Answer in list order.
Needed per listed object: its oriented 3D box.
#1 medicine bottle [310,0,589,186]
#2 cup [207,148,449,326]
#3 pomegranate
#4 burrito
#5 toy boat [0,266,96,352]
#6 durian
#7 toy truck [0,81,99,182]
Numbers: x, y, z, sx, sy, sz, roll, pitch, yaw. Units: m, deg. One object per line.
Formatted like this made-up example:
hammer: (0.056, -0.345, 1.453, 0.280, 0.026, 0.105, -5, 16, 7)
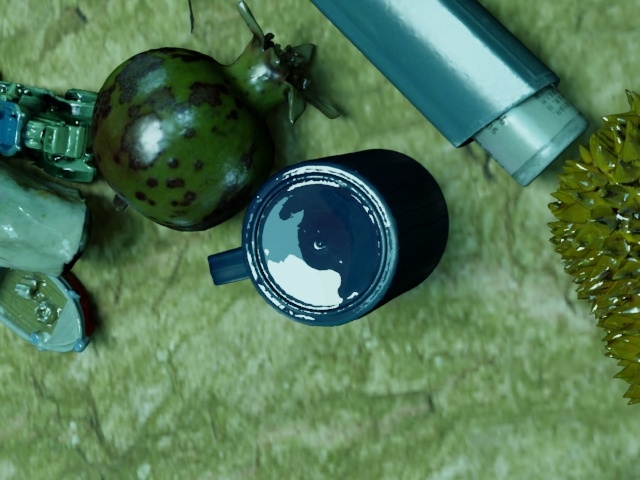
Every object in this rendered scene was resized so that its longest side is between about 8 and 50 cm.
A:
medicine bottle: (0.083, -0.158, 0.592, 0.124, 0.079, 0.258, -43, 82, 19)
cup: (0.008, 0.007, 0.607, 0.150, 0.138, 0.113, -45, 81, 19)
pomegranate: (-0.083, -0.080, 0.631, 0.169, 0.148, 0.148, -24, 88, 22)
burrito: (-0.298, -0.036, 0.666, 0.229, 0.144, 0.089, 17, 88, -24)
toy boat: (-0.263, 0.044, 0.751, 0.173, 0.059, 0.069, 33, 106, 13)
durian: (0.246, 0.011, 0.533, 0.183, 0.138, 0.249, -27, 81, 29)
toy truck: (-0.258, -0.098, 0.723, 0.154, 0.078, 0.080, 14, 102, 17)
